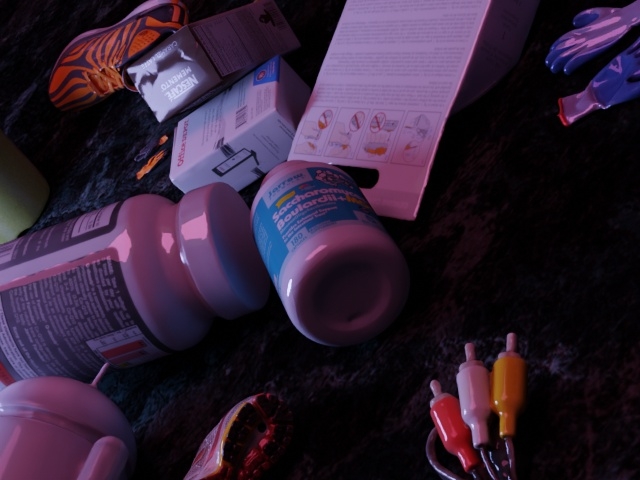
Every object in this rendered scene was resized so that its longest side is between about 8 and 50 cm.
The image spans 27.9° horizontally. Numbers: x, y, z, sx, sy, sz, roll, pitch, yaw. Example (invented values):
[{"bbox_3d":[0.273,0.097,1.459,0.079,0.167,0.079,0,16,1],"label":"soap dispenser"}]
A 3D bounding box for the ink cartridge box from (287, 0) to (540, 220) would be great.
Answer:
[{"bbox_3d":[0.117,-0.207,1.715,0.308,0.091,0.385,11,79,53],"label":"ink cartridge box"}]

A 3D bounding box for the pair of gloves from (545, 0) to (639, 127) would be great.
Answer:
[{"bbox_3d":[0.334,-0.219,1.493,0.159,0.023,0.198,-31,36,24],"label":"pair of gloves"}]

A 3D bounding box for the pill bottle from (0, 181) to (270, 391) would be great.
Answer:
[{"bbox_3d":[-0.264,0.062,1.670,0.362,0.210,0.210,-18,39,17],"label":"pill bottle"}]

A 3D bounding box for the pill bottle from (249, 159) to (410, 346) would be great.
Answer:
[{"bbox_3d":[0.000,0.000,1.525,0.146,0.146,0.264,-42,32,7],"label":"pill bottle"}]

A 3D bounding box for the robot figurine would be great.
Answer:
[{"bbox_3d":[-0.340,0.309,1.528,0.300,0.200,0.354,-17,42,39],"label":"robot figurine"}]

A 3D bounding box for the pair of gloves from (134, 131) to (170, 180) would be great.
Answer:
[{"bbox_3d":[-0.281,-0.142,2.147,0.074,0.010,0.083,-37,32,16],"label":"pair of gloves"}]

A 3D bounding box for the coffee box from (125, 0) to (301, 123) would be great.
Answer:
[{"bbox_3d":[-0.158,-0.277,1.956,0.141,0.098,0.246,-30,3,35],"label":"coffee box"}]

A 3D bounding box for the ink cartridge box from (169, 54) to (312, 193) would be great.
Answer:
[{"bbox_3d":[-0.116,-0.157,1.895,0.203,0.086,0.148,-31,34,24],"label":"ink cartridge box"}]

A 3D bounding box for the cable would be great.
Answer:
[{"bbox_3d":[0.152,0.219,1.170,0.139,0.072,0.287,-37,33,25],"label":"cable"}]

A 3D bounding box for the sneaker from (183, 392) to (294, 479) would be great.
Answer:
[{"bbox_3d":[-0.110,0.272,1.429,0.225,0.088,0.092,-55,12,-13],"label":"sneaker"}]

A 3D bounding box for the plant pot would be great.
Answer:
[{"bbox_3d":[-0.634,-0.114,2.302,0.276,0.254,0.276,-30,36,25],"label":"plant pot"}]

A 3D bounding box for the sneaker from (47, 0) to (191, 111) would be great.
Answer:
[{"bbox_3d":[-0.375,-0.311,2.339,0.321,0.124,0.180,-34,33,20],"label":"sneaker"}]
